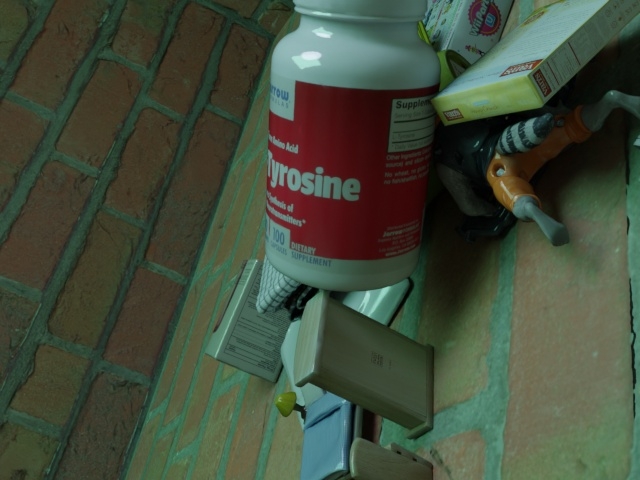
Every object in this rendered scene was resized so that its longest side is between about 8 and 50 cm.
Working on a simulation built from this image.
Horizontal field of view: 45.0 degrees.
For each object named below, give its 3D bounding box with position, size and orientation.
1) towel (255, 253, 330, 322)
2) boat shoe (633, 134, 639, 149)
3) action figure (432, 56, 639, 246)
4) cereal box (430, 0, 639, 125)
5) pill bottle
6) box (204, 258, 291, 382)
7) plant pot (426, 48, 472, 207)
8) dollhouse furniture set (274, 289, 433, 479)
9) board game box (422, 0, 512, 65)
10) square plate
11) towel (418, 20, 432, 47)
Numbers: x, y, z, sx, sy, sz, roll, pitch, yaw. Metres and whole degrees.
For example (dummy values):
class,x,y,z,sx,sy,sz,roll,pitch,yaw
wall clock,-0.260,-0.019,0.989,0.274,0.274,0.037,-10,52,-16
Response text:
class,x,y,z,sx,sy,sz,roll,pitch,yaw
towel,0.000,0.000,1.455,0.235,0.121,0.283,-50,21,33
boat shoe,0.379,-0.110,0.835,0.035,0.035,0.100,-65,11,7
action figure,0.262,-0.160,1.013,0.341,0.179,0.330,-65,27,0
cereal box,0.270,-0.233,0.953,0.240,0.047,0.173,-42,19,-23
pill bottle,0.042,-0.155,1.062,0.229,0.229,0.407,-113,24,-66
box,-0.135,0.173,1.696,0.232,0.149,0.127,-67,17,-9
plant pot,0.137,-0.172,1.284,0.294,0.275,0.274,-35,31,32
dollhouse furniture set,-0.011,0.271,1.108,0.303,0.198,0.286,-43,27,40
board game box,0.234,-0.388,1.508,0.224,0.098,0.303,-69,17,-11
square plate,0.021,0.154,1.451,0.347,0.049,0.344,-60,19,12
towel,0.183,-0.293,1.389,0.102,0.021,0.237,-11,100,67
